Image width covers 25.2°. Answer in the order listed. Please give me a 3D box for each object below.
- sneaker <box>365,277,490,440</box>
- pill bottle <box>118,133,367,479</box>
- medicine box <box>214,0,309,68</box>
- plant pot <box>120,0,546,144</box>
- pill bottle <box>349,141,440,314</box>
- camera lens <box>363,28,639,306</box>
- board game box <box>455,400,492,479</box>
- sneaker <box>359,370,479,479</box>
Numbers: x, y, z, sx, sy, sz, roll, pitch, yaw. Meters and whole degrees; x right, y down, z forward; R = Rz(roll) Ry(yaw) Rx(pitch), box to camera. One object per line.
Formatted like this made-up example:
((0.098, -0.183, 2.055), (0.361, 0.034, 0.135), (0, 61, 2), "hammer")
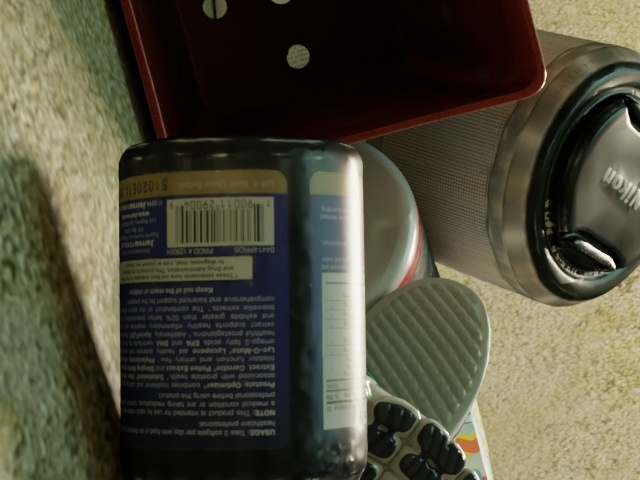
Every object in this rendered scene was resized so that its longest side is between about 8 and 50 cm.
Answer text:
((0.039, 0.169, 1.024), (0.282, 0.102, 0.161), (-62, 163, -19), "sneaker")
((-0.038, 0.062, 0.706), (0.123, 0.122, 0.219), (25, 64, -82), "pill bottle")
((-0.002, -0.153, 1.498), (0.289, 0.149, 0.263), (-99, 171, -46), "medicine box")
((-0.020, -0.199, 1.063), (0.236, 0.267, 0.267), (-165, -120, -82), "plant pot")
((0.019, 0.047, 1.168), (0.283, 0.161, 0.161), (65, 12, -63), "pill bottle")
((0.152, -0.077, 1.239), (0.274, 0.219, 0.219), (21, -40, 44), "camera lens")
((0.144, 0.275, 1.871), (0.275, 0.144, 0.142), (-68, 144, -79), "board game box")
((0.006, 0.116, 0.894), (0.275, 0.107, 0.110), (51, -3, -6), "sneaker")
